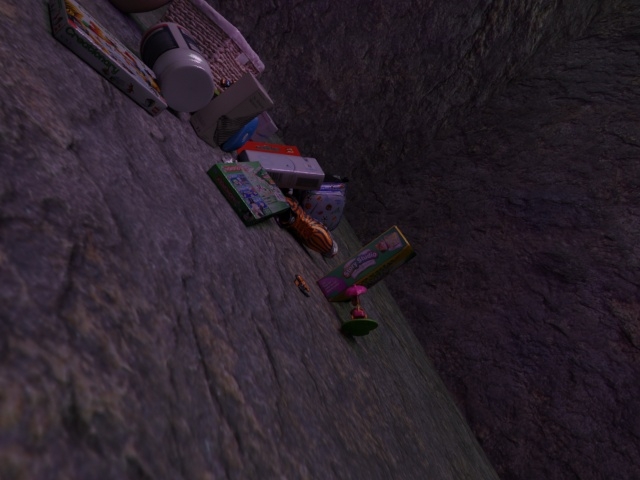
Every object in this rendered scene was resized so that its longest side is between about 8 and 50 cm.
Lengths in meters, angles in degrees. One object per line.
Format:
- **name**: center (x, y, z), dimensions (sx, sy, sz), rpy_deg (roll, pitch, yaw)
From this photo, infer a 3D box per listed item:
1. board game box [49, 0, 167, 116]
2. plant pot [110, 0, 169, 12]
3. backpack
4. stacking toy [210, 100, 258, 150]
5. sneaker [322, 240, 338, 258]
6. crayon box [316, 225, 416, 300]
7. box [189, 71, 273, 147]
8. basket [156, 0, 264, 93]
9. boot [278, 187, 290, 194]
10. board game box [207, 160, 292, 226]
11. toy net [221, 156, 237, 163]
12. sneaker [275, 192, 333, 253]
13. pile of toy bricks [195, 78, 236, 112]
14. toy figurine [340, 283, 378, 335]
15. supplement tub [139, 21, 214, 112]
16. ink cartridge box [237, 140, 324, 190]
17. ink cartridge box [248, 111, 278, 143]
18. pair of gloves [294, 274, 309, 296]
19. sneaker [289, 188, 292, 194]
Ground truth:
- **board game box**: center (-0.553, -0.485, 1.128), dimensions (0.305, 0.053, 0.193), rpy_deg (40, 16, -55)
- **plant pot**: center (-0.739, -0.998, 1.642), dimensions (0.284, 0.191, 0.284), rpy_deg (51, 10, -13)
- **backpack**: center (-0.009, -0.153, 1.924), dimensions (0.213, 0.277, 0.263), rpy_deg (-102, -162, -52)
- **stacking toy**: center (-0.412, -0.506, 1.692), dimensions (0.302, 0.175, 0.166), rpy_deg (40, 15, -1)
- **sneaker**: center (0.000, 0.000, 2.035), dimensions (0.093, 0.088, 0.225), rpy_deg (28, 19, -54)
- **crayon box**: center (0.197, 0.108, 1.703), dimensions (0.106, 0.363, 0.313), rpy_deg (56, 10, 16)
- **box**: center (-0.314, -0.458, 1.509), dimensions (0.094, 0.275, 0.113), rpy_deg (60, 12, 22)
- **basket**: center (-0.469, -0.794, 1.796), dimensions (0.331, 0.266, 0.328), rpy_deg (42, 5, 11)
- **boot**: center (-0.211, -0.267, 1.969), dimensions (0.152, 0.073, 0.197), rpy_deg (55, -2, 1)
- **board game box**: center (-0.226, -0.168, 1.440), dimensions (0.213, 0.046, 0.317), rpy_deg (53, 20, 1)
- **toy net**: center (-0.273, -0.228, 1.590), dimensions (0.232, 0.045, 0.122), rpy_deg (52, 10, -10)
- **sneaker**: center (-0.088, -0.058, 1.728), dimensions (0.321, 0.124, 0.180), rpy_deg (43, 13, 2)
- **pile of toy bricks**: center (-0.390, -0.536, 1.570), dimensions (0.105, 0.213, 0.117), rpy_deg (-1, 87, -79)
- **toy figurine**: center (0.135, 0.242, 1.530), dimensions (0.173, 0.130, 0.159), rpy_deg (78, 8, -59)
- **supplement tub**: center (-0.472, -0.571, 1.408), dimensions (0.272, 0.191, 0.191), rpy_deg (60, 11, 32)
- **ink cartridge box**: center (-0.186, -0.359, 1.827), dimensions (0.309, 0.091, 0.384), rpy_deg (1, 39, -24)
- **ink cartridge box**: center (-0.320, -0.566, 2.174), dimensions (0.072, 0.175, 0.127), rpy_deg (40, 17, -55)
- **pair of gloves**: center (-0.059, 0.147, 1.399), dimensions (0.074, 0.010, 0.083), rpy_deg (52, 10, -13)
- **sneaker**: center (-0.149, -0.258, 2.212), dimensions (0.296, 0.112, 0.130), rpy_deg (3, 68, -76)
